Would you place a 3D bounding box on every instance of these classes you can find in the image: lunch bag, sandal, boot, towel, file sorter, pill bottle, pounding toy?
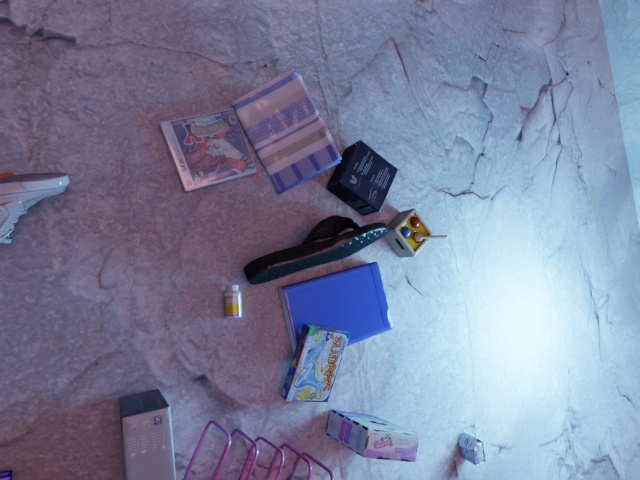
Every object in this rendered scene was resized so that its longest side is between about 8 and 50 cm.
[{"bbox_3d":[0.486,0.668,1.340,0.053,0.071,0.083,-5,88,-24],"label":"lunch bag"},{"bbox_3d":[0.000,-0.001,1.127,0.445,0.167,0.107,-15,73,-29],"label":"sandal"},{"bbox_3d":[-0.637,-0.057,0.835,0.258,0.095,0.123,-16,115,-24],"label":"boot"},{"bbox_3d":[-0.090,-0.298,1.130,0.209,0.034,0.285,-27,96,2],"label":"towel"},{"bbox_3d":[-0.146,0.556,0.949,0.290,0.202,0.182,30,69,-21],"label":"file sorter"},{"bbox_3d":[-0.221,0.155,1.049,0.043,0.043,0.083,0,83,-28],"label":"pill bottle"},{"bbox_3d":[0.298,-0.018,1.313,0.130,0.100,0.141,-44,104,-25],"label":"pounding toy"}]

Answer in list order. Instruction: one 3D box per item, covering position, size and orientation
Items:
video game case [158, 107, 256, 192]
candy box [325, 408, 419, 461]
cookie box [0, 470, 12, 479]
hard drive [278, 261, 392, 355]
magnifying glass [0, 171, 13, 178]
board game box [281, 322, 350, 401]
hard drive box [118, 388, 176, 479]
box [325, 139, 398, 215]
[{"bbox_3d":[-0.287,-0.237,1.077,0.201,0.023,0.183,-22,94,-28],"label":"video game case"},{"bbox_3d":[0.133,0.516,1.103,0.165,0.196,0.070,19,75,-24],"label":"candy box"},{"bbox_3d":[-0.645,0.502,0.782,0.092,0.040,0.107,8,80,-28],"label":"cookie box"},{"bbox_3d":[0.052,0.198,1.189,0.318,0.040,0.210,-13,90,-29],"label":"hard drive"},{"bbox_3d":[-0.741,-0.095,0.821,0.231,0.026,0.092,-20,93,-27],"label":"magnifying glass"},{"bbox_3d":[-0.012,0.327,1.101,0.136,0.035,0.201,16,93,-33],"label":"board game box"},{"bbox_3d":[-0.359,0.451,0.861,0.089,0.181,0.232,-5,85,-28],"label":"hard drive box"},{"bbox_3d":[0.126,-0.185,1.248,0.158,0.093,0.156,34,70,-21],"label":"box"}]
